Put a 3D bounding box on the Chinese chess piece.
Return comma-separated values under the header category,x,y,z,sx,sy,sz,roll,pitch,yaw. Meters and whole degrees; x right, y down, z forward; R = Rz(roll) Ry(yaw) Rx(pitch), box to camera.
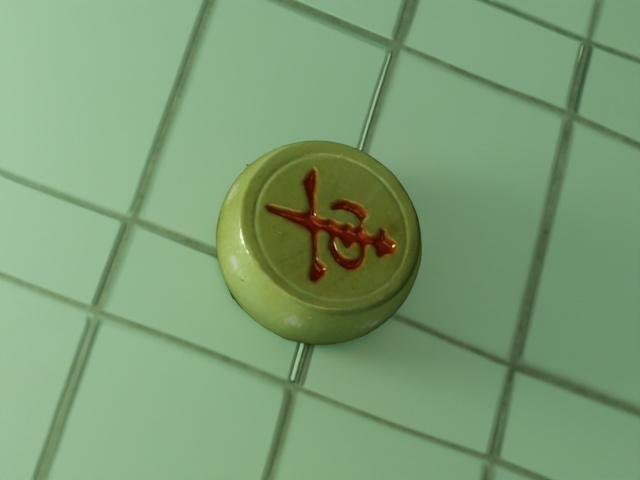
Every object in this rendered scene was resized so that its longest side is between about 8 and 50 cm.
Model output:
category,x,y,z,sx,sy,sz,roll,pitch,yaw
Chinese chess piece,0.000,0.000,2.133,0.251,0.097,0.251,7,65,-15
